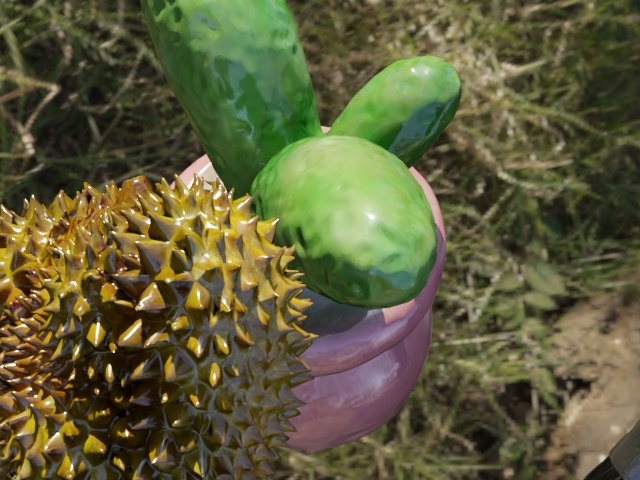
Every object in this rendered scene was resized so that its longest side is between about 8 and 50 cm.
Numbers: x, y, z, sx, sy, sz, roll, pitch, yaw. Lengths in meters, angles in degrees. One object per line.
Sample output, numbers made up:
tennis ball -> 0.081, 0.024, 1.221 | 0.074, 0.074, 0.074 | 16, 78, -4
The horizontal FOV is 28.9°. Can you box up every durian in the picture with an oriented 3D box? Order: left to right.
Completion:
durian -> -0.077, 0.047, 0.503 | 0.137, 0.158, 0.168 | -2, 107, -28

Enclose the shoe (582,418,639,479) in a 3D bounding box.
shoe -> 0.241, 0.176, 0.939 | 0.053, 0.159, 0.062 | -31, 71, -39

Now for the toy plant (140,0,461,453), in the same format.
toy plant -> -0.004, 0.005, 0.838 | 0.211, 0.356, 0.317 | -17, 53, -17
